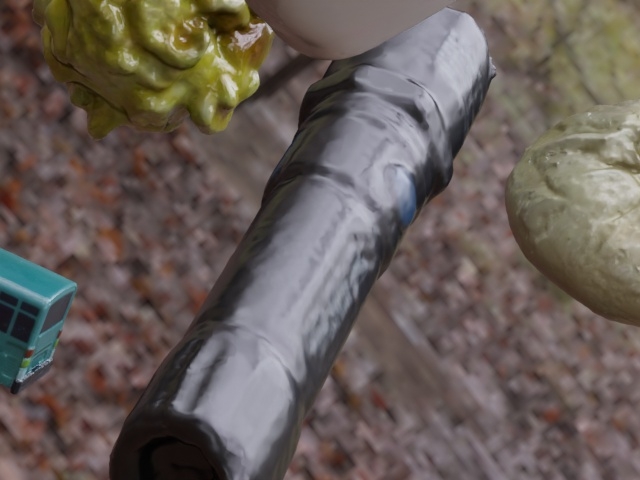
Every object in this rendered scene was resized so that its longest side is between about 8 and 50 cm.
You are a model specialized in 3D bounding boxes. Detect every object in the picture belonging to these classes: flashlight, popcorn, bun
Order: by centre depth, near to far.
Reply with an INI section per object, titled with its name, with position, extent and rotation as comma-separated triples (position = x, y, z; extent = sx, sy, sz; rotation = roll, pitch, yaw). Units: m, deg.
[flashlight]
position = 0.000, 0.000, 1.040
extent = 0.103, 0.103, 0.424
rotation = 48, 38, -15
[bun]
position = 0.237, -0.029, 1.274
extent = 0.222, 0.128, 0.222
rotation = 13, 28, -7
[popcorn]
position = -0.120, -0.189, 1.561
extent = 0.216, 0.235, 0.181
rotation = 7, 9, -19

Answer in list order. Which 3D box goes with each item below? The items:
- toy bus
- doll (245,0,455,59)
[toy bus]
position = -0.263, 0.037, 1.354
extent = 0.160, 0.092, 0.079
rotation = 24, 13, 7
[doll]
position = -0.092, -0.199, 0.479
extent = 0.423, 0.161, 0.348
rotation = 37, 9, -33
